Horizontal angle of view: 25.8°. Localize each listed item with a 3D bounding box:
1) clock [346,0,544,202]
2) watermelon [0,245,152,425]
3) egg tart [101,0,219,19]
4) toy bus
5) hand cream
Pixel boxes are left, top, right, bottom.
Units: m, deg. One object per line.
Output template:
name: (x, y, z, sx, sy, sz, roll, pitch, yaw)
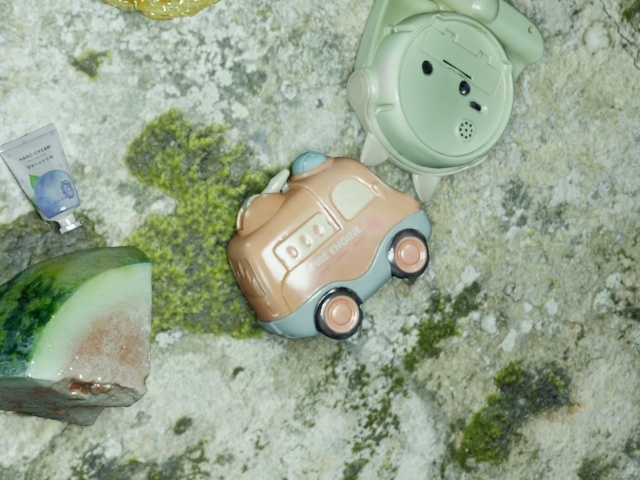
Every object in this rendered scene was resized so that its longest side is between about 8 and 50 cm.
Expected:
clock: (0.176, -0.227, 2.076, 0.265, 0.108, 0.324, 27, 78, -29)
watermelon: (-0.344, 0.142, 1.873, 0.310, 0.193, 0.232, -34, 93, -33)
egg tart: (-0.215, -0.412, 1.868, 0.252, 0.098, 0.232, -24, 115, -19)
toy bus: (0.000, 0.000, 2.002, 0.287, 0.194, 0.232, -42, 102, -16)
hand cream: (-0.363, -0.077, 1.868, 0.084, 0.053, 0.142, -27, 99, -21)
